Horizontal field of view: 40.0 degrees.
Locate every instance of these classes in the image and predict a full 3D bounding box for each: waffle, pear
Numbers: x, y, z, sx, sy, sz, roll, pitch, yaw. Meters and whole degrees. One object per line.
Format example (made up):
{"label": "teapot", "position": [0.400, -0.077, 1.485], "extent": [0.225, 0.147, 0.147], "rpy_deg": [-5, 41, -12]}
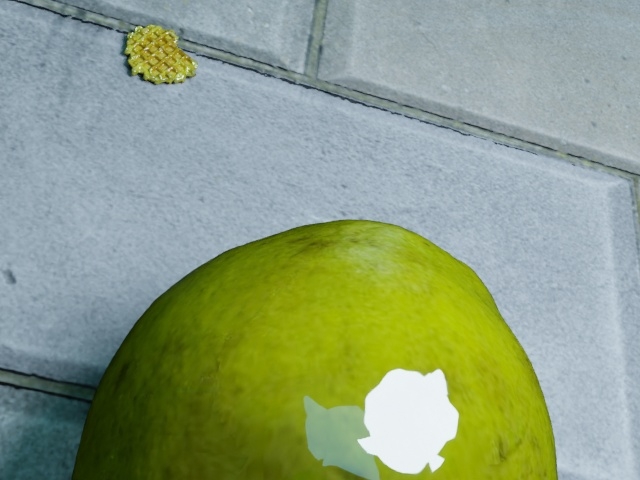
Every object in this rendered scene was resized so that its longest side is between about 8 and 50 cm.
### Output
{"label": "waffle", "position": [-0.183, -0.211, 0.996], "extent": [0.078, 0.016, 0.085], "rpy_deg": [-11, 63, -26]}
{"label": "pear", "position": [-0.003, 0.174, 0.637], "extent": [0.352, 0.352, 0.413], "rpy_deg": [23, 64, -5]}
